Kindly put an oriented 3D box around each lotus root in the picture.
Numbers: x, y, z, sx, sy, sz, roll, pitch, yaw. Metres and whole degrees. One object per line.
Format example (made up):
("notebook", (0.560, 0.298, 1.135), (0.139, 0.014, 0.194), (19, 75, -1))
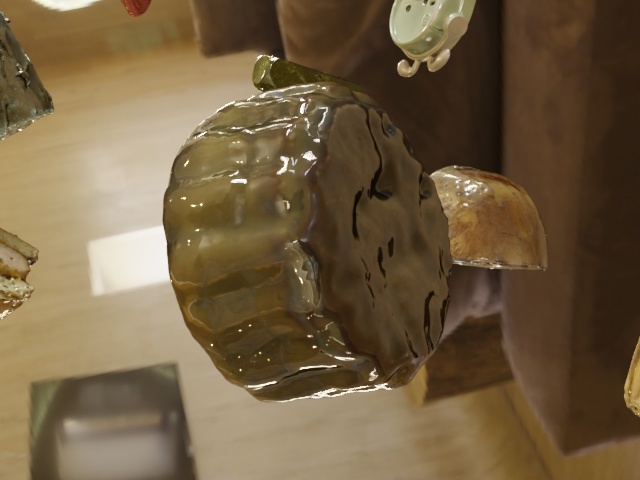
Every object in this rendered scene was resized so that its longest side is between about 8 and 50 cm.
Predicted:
("lotus root", (0.280, -0.033, 1.923), (0.272, 0.272, 0.192), (118, 159, -80))

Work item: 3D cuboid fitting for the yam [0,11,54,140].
("yam", (-0.496, -0.250, 1.281), (0.348, 0.241, 0.241), (57, 177, -9))

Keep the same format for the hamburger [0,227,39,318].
("hamburger", (-0.456, 0.020, 1.187), (0.262, 0.131, 0.124), (31, -152, -27))

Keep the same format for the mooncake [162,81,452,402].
("mooncake", (0.000, 0.000, 0.966), (0.290, 0.161, 0.290), (24, -119, -52))

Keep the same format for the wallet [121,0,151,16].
("wallet", (-0.225, -0.359, 1.165), (0.204, 0.045, 0.142), (64, -152, -65))

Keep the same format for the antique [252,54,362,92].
("antique", (-0.033, -0.312, 2.177), (0.081, 0.221, 0.080), (24, 99, 64))

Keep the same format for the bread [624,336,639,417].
("bread", (0.492, 0.129, 1.405), (0.107, 0.136, 0.241), (-36, -38, -64))

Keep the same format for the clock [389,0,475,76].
("clock", (0.164, -0.341, 1.603), (0.151, 0.062, 0.191), (-2, 73, 57))
